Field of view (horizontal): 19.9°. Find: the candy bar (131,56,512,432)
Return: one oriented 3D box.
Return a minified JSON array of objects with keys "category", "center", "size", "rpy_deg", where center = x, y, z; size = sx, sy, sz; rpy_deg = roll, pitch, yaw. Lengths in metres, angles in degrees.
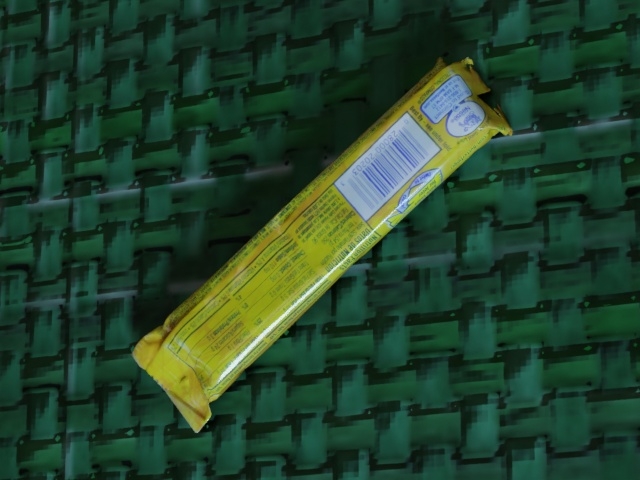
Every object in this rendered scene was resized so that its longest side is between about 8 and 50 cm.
[{"category":"candy bar","center":[0.000,0.000,0.635],"size":[0.161,0.018,0.040],"rpy_deg":[-43,67,9]}]
